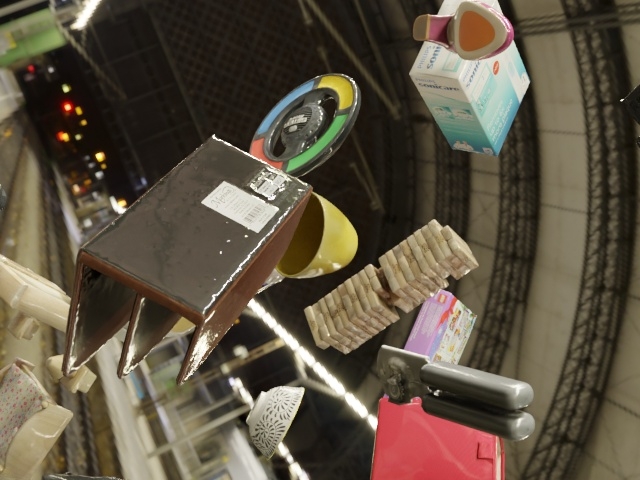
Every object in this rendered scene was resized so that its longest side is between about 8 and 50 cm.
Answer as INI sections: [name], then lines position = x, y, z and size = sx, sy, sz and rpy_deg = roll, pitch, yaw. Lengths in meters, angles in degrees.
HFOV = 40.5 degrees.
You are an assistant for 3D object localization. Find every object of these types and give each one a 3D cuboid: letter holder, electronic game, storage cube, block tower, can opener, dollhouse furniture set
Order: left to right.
[dollhouse furniture set]
position = -0.569, 0.231, 1.491
size = 0.303, 0.355, 0.174
rpy_deg = 27, -9, 47
[letter holder]
position = -0.159, 0.048, 1.049
size = 0.152, 0.302, 0.214
rpy_deg = 27, -54, 7
[electronic game]
position = -0.029, -0.192, 1.465
size = 0.048, 0.229, 0.229
rpy_deg = 44, 2, -36
[block tower]
position = 0.133, 0.093, 1.674
size = 0.097, 0.335, 0.091
rpy_deg = 37, 24, -47
[storage cube]
position = 0.192, 0.379, 1.386
size = 0.184, 0.193, 0.215
rpy_deg = 72, 23, -47
[can opener]
position = 0.178, 0.189, 1.135
size = 0.283, 0.095, 0.076
rpy_deg = 6, -77, 55

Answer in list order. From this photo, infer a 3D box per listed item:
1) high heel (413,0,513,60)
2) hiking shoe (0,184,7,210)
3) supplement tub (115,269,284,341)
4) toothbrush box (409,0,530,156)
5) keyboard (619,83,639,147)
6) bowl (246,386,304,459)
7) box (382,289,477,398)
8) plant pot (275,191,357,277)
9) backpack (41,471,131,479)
[high heel]
position = 0.234, -0.291, 1.233
size = 0.244, 0.117, 0.082
rpy_deg = -156, -111, -67
[hiking shoe]
position = -0.451, -0.085, 1.108
size = 0.227, 0.114, 0.086
rpy_deg = -33, -134, 50
[supplement tub]
position = -0.234, 0.025, 1.530
size = 0.241, 0.331, 0.241
rpy_deg = 46, 27, -32
[toothbrush box]
position = 0.334, -0.358, 1.905
size = 0.126, 0.216, 0.295
rpy_deg = 14, -20, 35
[keyboard]
position = 0.508, -0.151, 1.246
size = 0.108, 0.023, 0.180
rpy_deg = -48, -114, 35
[bowl]
position = -0.108, 0.375, 1.862
size = 0.080, 0.170, 0.170
rpy_deg = 29, -14, -3
[box]
position = 0.251, 0.271, 1.980
size = 0.057, 0.293, 0.201
rpy_deg = 19, -10, 32
[plant pot]
position = 0.000, 0.000, 1.328
size = 0.134, 0.095, 0.134
rpy_deg = -23, -121, 46
[backpack]
position = -0.426, 0.643, 1.601
size = 0.273, 0.355, 0.290
rpy_deg = 21, -7, 36
